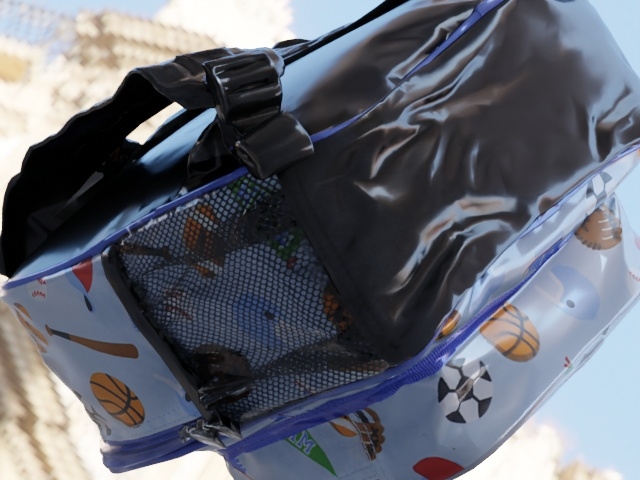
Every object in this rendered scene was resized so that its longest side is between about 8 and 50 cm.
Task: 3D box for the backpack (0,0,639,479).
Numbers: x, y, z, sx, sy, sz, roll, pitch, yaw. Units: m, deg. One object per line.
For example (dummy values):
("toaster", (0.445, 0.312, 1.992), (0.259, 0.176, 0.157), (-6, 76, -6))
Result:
("backpack", (0.000, 0.000, 0.869), (0.263, 0.276, 0.213), (-15, -78, 43))
